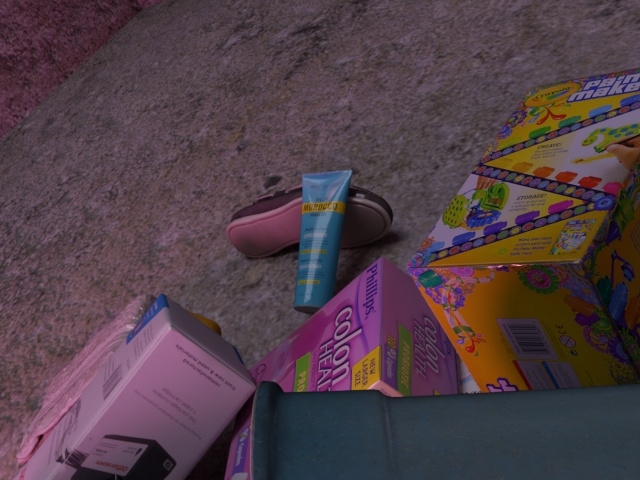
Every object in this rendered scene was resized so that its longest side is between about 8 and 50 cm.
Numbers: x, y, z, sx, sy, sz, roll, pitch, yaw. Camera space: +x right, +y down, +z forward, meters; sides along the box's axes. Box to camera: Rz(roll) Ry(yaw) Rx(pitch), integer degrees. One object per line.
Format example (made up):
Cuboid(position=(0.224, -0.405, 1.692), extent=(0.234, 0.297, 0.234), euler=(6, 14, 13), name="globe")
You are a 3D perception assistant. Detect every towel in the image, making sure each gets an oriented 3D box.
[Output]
Cuboid(position=(-0.341, 0.205, 1.520), extent=(0.282, 0.049, 0.187), euler=(-43, 20, 32), name="towel")

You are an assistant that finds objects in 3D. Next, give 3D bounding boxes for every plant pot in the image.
Cuboid(position=(0.145, 0.243, 0.714), extent=(0.334, 0.341, 0.341), euler=(-8, 30, 3), name="plant pot")

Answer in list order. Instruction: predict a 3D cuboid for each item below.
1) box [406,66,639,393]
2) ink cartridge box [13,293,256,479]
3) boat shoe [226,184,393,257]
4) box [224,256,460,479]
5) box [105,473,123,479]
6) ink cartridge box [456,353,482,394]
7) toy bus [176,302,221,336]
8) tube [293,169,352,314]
Cuboid(position=(0.272, 0.038, 0.982), extent=(0.177, 0.290, 0.279), euler=(-4, 38, 45), name="box")
Cuboid(position=(-0.227, 0.232, 1.228), extent=(0.307, 0.129, 0.223), euler=(-52, 13, -2), name="ink cartridge box")
Cuboid(position=(-0.014, -0.048, 1.628), extent=(0.335, 0.112, 0.095), euler=(-9, 39, 44), name="boat shoe")
Cuboid(position=(0.023, 0.177, 1.128), extent=(0.243, 0.117, 0.213), euler=(-41, 22, 26), name="box")
Cuboid(position=(-0.181, 0.383, 1.002), extent=(0.103, 0.184, 0.261), euler=(-33, 26, 6), name="box")
Cuboid(position=(0.186, 0.171, 1.102), extent=(0.104, 0.061, 0.181), euler=(-12, 34, 35), name="ink cartridge box")
Cuboid(position=(-0.202, 0.189, 1.438), extent=(0.191, 0.104, 0.202), euler=(134, 156, -86), name="toy bus")
Cuboid(position=(0.000, 0.000, 1.485), extent=(0.080, 0.052, 0.207), euler=(-1, 71, 21), name="tube")
